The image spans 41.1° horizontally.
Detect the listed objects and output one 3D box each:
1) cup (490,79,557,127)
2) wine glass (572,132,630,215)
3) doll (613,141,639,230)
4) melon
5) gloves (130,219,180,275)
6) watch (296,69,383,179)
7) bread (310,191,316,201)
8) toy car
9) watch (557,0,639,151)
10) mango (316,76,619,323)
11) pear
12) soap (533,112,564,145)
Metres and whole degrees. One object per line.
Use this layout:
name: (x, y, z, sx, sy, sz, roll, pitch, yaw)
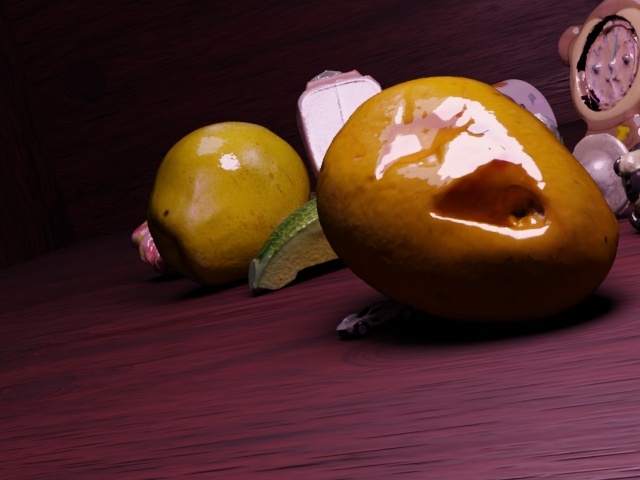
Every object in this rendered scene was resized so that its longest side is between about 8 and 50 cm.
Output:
cup: (0.274, -0.172, 1.662, 0.317, 0.212, 0.212, -21, 9, -26)
wine glass: (0.275, -0.077, 1.087, 0.241, 0.126, 0.126, -6, 2, -29)
doll: (0.457, -0.088, 0.964, 0.234, 0.143, 0.135, -16, -17, 6)
melon: (0.025, -0.019, 1.336, 0.323, 0.124, 0.196, -17, 0, -26)
gloves: (-0.277, 0.014, 1.767, 0.241, 0.126, 0.145, 26, 26, 33)
watch: (0.042, -0.183, 1.550, 0.161, 0.253, 0.241, -12, -13, -3)
bread: (0.011, -0.050, 1.696, 0.222, 0.096, 0.181, -13, 10, 20)
toy car: (0.060, 0.078, 0.895, 0.093, 0.025, 0.041, -17, 6, -15)
watch: (0.611, -0.258, 1.432, 0.327, 0.335, 0.314, 3, -5, -19)
mango: (0.142, -0.037, 0.865, 0.253, 0.182, 0.365, -39, 42, -10)
pear: (-0.154, -0.067, 1.468, 0.294, 0.294, 0.294, -15, 7, 2)
soap: (0.277, -0.115, 1.435, 0.261, 0.150, 0.094, -13, 4, 24)
